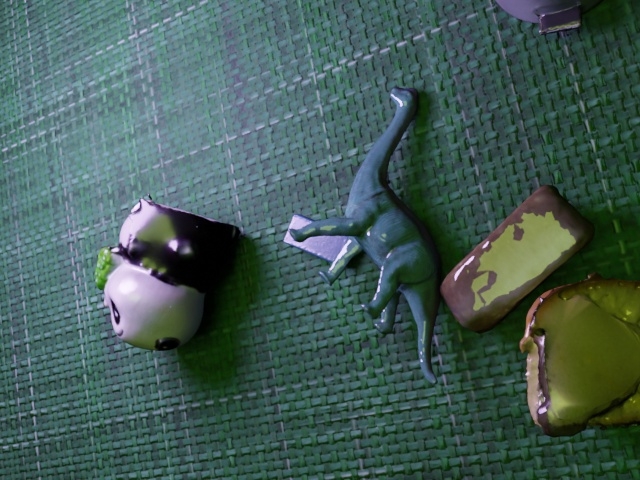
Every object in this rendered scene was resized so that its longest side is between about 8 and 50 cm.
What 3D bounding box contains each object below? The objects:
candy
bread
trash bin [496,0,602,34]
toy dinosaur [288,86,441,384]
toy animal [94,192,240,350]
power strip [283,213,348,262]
[{"bbox_3d":[0.283,0.033,0.989,0.234,0.102,0.104,-45,68,14],"label":"candy"},{"bbox_3d":[0.373,0.148,0.901,0.262,0.162,0.204,5,83,-16],"label":"bread"},{"bbox_3d":[0.311,-0.457,0.944,0.217,0.262,0.277,-8,81,25],"label":"trash bin"},{"bbox_3d":[0.154,-0.026,1.076,0.331,0.129,0.383,-44,79,-7],"label":"toy dinosaur"},{"bbox_3d":[-0.291,0.059,1.213,0.212,0.212,0.266,22,87,27],"label":"toy animal"},{"bbox_3d":[0.000,0.000,1.171,0.123,0.032,0.056,23,95,26],"label":"power strip"}]
